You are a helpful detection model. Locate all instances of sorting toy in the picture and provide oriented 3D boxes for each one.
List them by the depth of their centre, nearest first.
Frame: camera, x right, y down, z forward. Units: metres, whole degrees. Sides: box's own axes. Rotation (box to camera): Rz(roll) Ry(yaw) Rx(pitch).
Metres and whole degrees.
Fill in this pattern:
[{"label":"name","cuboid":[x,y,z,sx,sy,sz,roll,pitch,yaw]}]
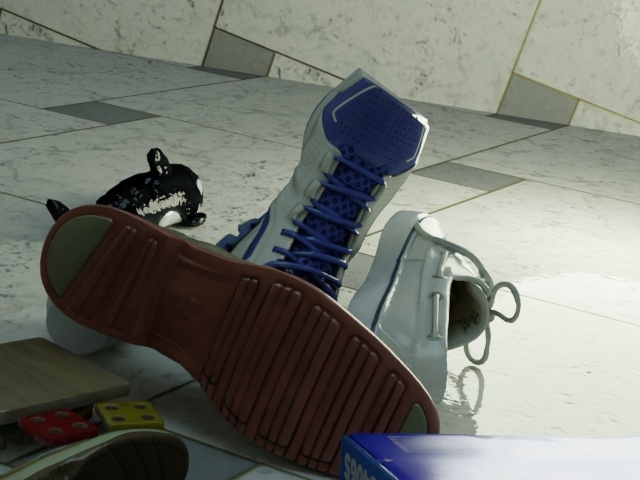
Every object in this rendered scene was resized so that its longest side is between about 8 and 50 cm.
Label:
[{"label":"sorting toy","cuboid":[-0.248,0.134,1.246,0.274,0.046,0.132,19,20,41]}]

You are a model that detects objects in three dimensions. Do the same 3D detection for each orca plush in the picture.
[{"label":"orca plush","cuboid":[-0.241,-0.074,1.911,0.151,0.102,0.287,18,19,36]}]

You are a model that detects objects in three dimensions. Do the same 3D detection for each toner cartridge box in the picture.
[{"label":"toner cartridge box","cuboid":[0.201,0.199,1.101,0.347,0.075,0.165,3,5,-15]}]

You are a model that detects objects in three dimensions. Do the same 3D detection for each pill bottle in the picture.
[{"label":"pill bottle","cuboid":[-0.222,0.059,1.462,0.086,0.086,0.152,7,15,3]}]

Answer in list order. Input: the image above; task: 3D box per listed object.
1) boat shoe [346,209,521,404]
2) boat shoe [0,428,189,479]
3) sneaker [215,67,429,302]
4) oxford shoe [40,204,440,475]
[{"label":"boat shoe","cuboid":[0.123,0.068,1.486,0.156,0.136,0.367,9,18,10]},{"label":"boat shoe","cuboid":[-0.187,0.177,1.092,0.190,0.068,0.072,-8,10,-43]},{"label":"sneaker","cuboid":[-0.001,0.001,1.469,0.127,0.315,0.182,31,21,-20]},{"label":"oxford shoe","cuboid":[-0.055,0.081,1.305,0.397,0.140,0.146,32,6,20]}]
